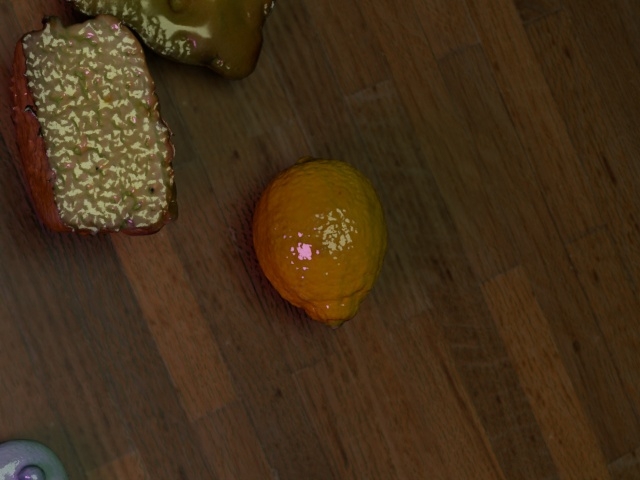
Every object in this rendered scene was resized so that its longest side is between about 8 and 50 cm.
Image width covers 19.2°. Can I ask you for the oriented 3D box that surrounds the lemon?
[{"bbox_3d":[0.000,0.000,1.965,0.142,0.142,0.187,-5,80,-24],"label":"lemon"}]

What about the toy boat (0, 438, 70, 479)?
[{"bbox_3d":[-0.310,0.290,1.822,0.134,0.079,0.207,29,74,-15],"label":"toy boat"}]

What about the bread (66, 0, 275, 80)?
[{"bbox_3d":[-0.158,-0.266,1.965,0.233,0.088,0.160,25,78,-22],"label":"bread"}]

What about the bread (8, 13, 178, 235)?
[{"bbox_3d":[-0.234,-0.102,1.876,0.143,0.139,0.229,-8,79,-26],"label":"bread"}]
